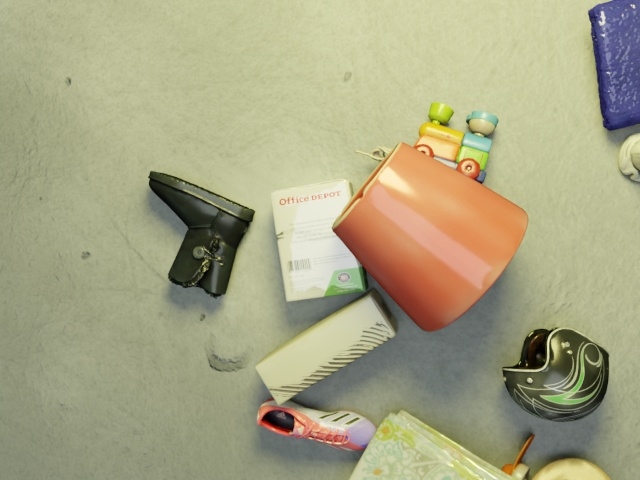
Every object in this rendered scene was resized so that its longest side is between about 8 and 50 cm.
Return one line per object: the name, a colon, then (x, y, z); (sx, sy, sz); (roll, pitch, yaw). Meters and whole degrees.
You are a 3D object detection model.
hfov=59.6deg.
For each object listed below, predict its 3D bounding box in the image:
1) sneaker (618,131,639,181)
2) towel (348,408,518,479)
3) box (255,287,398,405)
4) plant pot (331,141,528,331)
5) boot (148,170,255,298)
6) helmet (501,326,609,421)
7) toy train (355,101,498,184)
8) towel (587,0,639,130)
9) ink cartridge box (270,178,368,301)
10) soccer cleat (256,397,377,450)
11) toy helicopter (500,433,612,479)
sneaker: (0.683, -0.128, 0.963); (0.292, 0.118, 0.110); (9, 92, 9)
towel: (0.176, 0.540, 1.008); (0.320, 0.090, 0.375); (25, 78, 37)
box: (0.014, 0.207, 1.109); (0.275, 0.113, 0.094); (-34, 87, 12)
plant pot: (0.171, -0.022, 0.968); (0.243, 0.275, 0.275); (39, 99, -3)
boot: (-0.278, -0.012, 1.163); (0.246, 0.094, 0.207); (24, 93, 3)
helmet: (0.421, 0.244, 1.005); (0.169, 0.169, 0.162); (30, 81, 8)
toy train: (0.205, -0.199, 1.065); (0.247, 0.105, 0.144); (19, 85, 10)
towel: (0.638, -0.330, 0.973); (0.308, 0.076, 0.228); (-10, 100, 9)
ink cartridge box: (0.000, 0.000, 1.110); (0.160, 0.092, 0.220); (-8, 90, 10)
soccer cleat: (-0.009, 0.378, 1.127); (0.247, 0.095, 0.083); (13, 95, 10)
toy helicopter: (0.375, 0.524, 1.023); (0.355, 0.140, 0.235); (-32, 54, -2)
